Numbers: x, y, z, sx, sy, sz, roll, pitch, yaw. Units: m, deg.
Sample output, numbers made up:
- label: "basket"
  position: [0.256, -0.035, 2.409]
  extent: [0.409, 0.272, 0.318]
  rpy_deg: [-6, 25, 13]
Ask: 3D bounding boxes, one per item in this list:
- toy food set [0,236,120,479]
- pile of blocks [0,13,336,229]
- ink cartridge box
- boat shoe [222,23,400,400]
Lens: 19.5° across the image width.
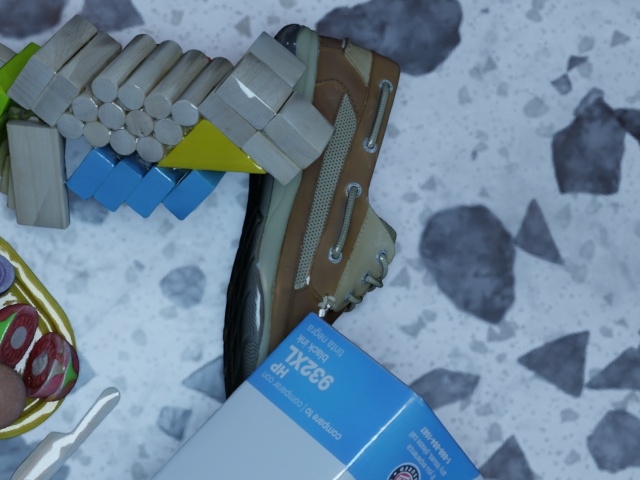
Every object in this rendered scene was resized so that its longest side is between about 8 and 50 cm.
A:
- label: "toy food set"
  position: [-0.249, 0.081, 1.383]
  extent: [0.128, 0.071, 0.218]
  rpy_deg: [-41, 92, -8]
- label: "pile of blocks"
  position: [-0.160, -0.094, 1.368]
  extent: [0.362, 0.112, 0.149]
  rpy_deg: [10, 120, 13]
- label: "ink cartridge box"
  position: [-0.031, 0.241, 1.317]
  extent: [0.307, 0.223, 0.129]
  rpy_deg: [-46, 49, -8]
- label: "boat shoe"
  position: [0.000, 0.000, 1.399]
  extent: [0.120, 0.122, 0.324]
  rpy_deg: [8, 86, -10]
